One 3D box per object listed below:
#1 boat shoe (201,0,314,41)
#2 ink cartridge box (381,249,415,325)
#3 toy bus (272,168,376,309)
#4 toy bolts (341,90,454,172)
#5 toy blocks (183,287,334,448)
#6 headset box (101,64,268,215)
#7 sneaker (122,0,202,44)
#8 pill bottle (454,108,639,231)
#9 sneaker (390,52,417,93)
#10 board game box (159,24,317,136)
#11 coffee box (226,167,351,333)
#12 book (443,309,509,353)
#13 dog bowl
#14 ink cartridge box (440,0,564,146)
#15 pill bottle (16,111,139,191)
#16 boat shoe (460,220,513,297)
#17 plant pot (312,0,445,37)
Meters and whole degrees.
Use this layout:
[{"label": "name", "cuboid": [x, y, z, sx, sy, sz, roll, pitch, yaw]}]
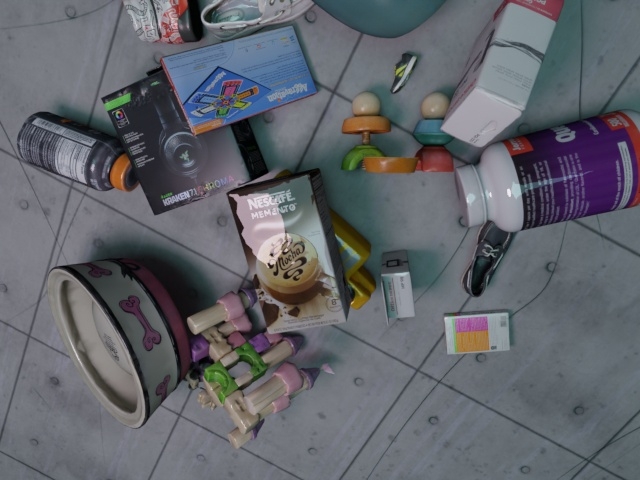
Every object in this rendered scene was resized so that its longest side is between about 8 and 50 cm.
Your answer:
[{"label": "boat shoe", "cuboid": [-0.107, -0.478, 0.818, 0.277, 0.096, 0.098, -23, 101, 14]}, {"label": "ink cartridge box", "cuboid": [0.169, 0.100, 0.910, 0.060, 0.180, 0.104, -8, 106, 11]}, {"label": "toy bus", "cuboid": [0.000, 0.000, 0.946, 0.332, 0.108, 0.130, 41, 107, -4]}, {"label": "toy bolts", "cuboid": [0.166, -0.215, 0.816, 0.228, 0.218, 0.159, -1, 101, -9]}, {"label": "toy blocks", "cuboid": [-0.153, 0.294, 1.026, 0.288, 0.260, 0.309, 45, 137, 23]}, {"label": "headset box", "cuboid": [-0.286, -0.233, 0.905, 0.246, 0.131, 0.283, -16, 103, 13]}, {"label": "sneaker", "cuboid": [-0.332, -0.541, 0.838, 0.145, 0.090, 0.270, -1, 110, 7]}, {"label": "pill bottle", "cuboid": [0.435, -0.122, 0.799, 0.322, 0.181, 0.182, -13, 105, 12]}, {"label": "sneaker", "cuboid": [0.164, -0.343, 0.856, 0.035, 0.031, 0.083, 35, 105, 12]}, {"label": "board game box", "cuboid": [-0.149, -0.319, 0.821, 0.281, 0.027, 0.145, -28, 103, -25]}, {"label": "coffee box", "cuboid": [-0.054, 0.020, 0.838, 0.168, 0.119, 0.297, -12, 104, 12]}, {"label": "book", "cuboid": [0.371, 0.217, 0.994, 0.144, 0.035, 0.096, -5, 103, 10]}, {"label": "dog bowl", "cuboid": [-0.471, 0.223, 0.991, 0.408, 0.150, 0.408, 18, 120, 33]}, {"label": "ink cartridge box", "cuboid": [0.311, -0.297, 0.732, 0.092, 0.158, 0.218, 22, 79, -1]}, {"label": "pill bottle", "cuboid": [-0.539, -0.193, 0.958, 0.245, 0.130, 0.130, 21, 109, 2]}, {"label": "boat shoe", "cuboid": [0.374, 0.034, 0.918, 0.075, 0.065, 0.206, 19, 109, 3]}, {"label": "plant pot", "cuboid": [0.099, -0.491, 0.689, 0.235, 0.293, 0.293, 30, 113, -34]}]
